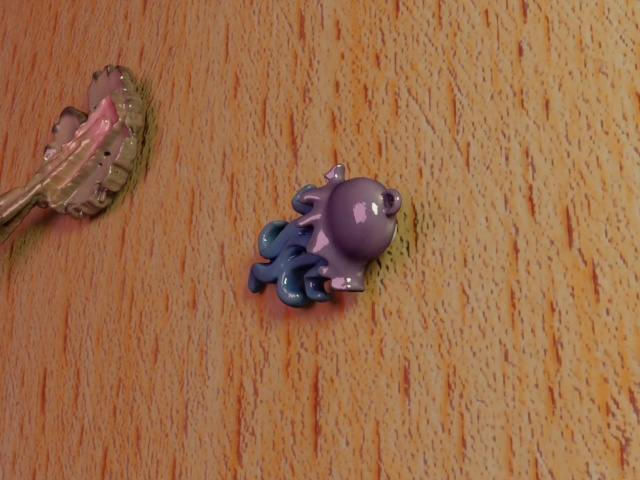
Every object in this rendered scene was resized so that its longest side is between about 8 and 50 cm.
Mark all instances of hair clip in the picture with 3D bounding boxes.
[{"bbox_3d":[-0.304,-0.067,1.302,0.300,0.069,0.173,-36,50,13],"label":"hair clip"}]

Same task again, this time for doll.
[{"bbox_3d":[0.000,0.000,0.984,0.206,0.067,0.110,-27,67,46],"label":"doll"}]
